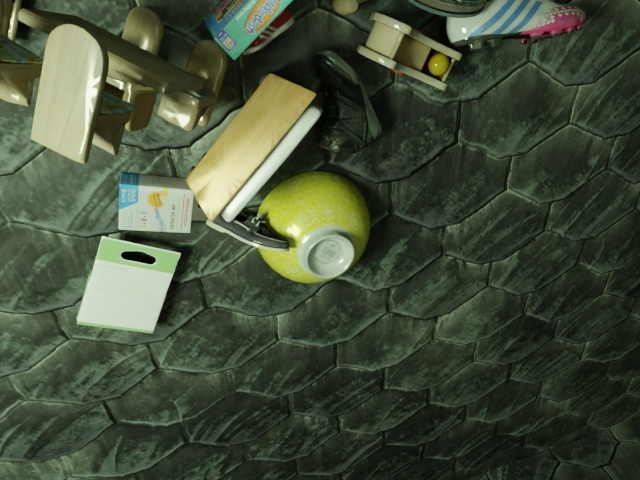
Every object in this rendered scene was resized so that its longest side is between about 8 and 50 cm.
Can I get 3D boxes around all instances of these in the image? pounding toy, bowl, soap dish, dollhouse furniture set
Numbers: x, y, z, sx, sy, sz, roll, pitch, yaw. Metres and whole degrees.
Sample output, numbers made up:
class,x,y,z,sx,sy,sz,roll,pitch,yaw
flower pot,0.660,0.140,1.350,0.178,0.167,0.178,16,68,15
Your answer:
class,x,y,z,sx,sy,sz,roll,pitch,yaw
pounding toy,0.163,-0.406,0.895,0.269,0.154,0.155,13,116,-26
bowl,0.000,0.000,1.089,0.289,0.156,0.289,-9,124,-14
soap dish,-0.129,-0.191,0.893,0.118,0.229,0.291,38,103,-16
dollhouse furniture set,-0.352,-0.335,0.649,0.394,0.362,0.256,27,114,1

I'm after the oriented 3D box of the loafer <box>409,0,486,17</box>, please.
class,x,y,z,sx,sy,sz,roll,pitch,yaw
loafer,0.187,-0.485,0.840,0.267,0.084,0.096,17,72,-5

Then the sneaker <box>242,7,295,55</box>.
class,x,y,z,sx,sy,sz,roll,pitch,yaw
sneaker,-0.111,-0.403,0.868,0.118,0.042,0.067,-39,129,-3

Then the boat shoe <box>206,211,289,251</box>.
class,x,y,z,sx,sy,sz,roll,pitch,yaw
boat shoe,-0.155,-0.032,1.015,0.206,0.075,0.065,21,98,17

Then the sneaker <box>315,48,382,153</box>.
class,x,y,z,sx,sy,sz,roll,pitch,yaw
sneaker,0.034,-0.270,0.964,0.130,0.087,0.227,-44,131,-13

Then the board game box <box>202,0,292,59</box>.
class,x,y,z,sx,sy,sz,roll,pitch,yaw
board game box,-0.117,-0.391,0.771,0.160,0.210,0.047,-42,125,9

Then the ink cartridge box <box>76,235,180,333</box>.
class,x,y,z,sx,sy,sz,roll,pitch,yaw
ink cartridge box,-0.435,0.098,1.059,0.171,0.056,0.235,15,112,-27

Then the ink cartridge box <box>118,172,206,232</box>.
class,x,y,z,sx,sy,sz,roll,pitch,yaw
ink cartridge box,-0.326,-0.076,0.984,0.181,0.061,0.104,2,120,-21

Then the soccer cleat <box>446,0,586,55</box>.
class,x,y,z,sx,sy,sz,roll,pitch,yaw
soccer cleat,0.411,-0.481,0.962,0.331,0.116,0.143,-15,106,-17
